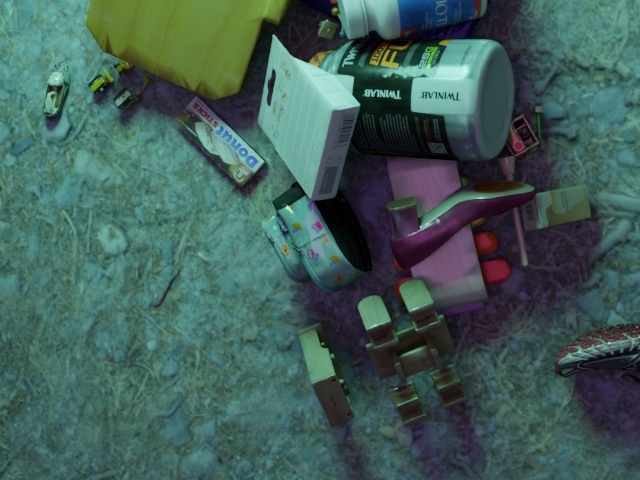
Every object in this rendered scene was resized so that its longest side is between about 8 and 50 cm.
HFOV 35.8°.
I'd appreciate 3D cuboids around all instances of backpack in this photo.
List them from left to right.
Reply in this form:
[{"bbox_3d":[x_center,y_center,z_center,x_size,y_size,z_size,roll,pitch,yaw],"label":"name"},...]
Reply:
[{"bbox_3d":[0.000,0.000,1.697,0.144,0.166,0.188,-38,80,14],"label":"backpack"}]

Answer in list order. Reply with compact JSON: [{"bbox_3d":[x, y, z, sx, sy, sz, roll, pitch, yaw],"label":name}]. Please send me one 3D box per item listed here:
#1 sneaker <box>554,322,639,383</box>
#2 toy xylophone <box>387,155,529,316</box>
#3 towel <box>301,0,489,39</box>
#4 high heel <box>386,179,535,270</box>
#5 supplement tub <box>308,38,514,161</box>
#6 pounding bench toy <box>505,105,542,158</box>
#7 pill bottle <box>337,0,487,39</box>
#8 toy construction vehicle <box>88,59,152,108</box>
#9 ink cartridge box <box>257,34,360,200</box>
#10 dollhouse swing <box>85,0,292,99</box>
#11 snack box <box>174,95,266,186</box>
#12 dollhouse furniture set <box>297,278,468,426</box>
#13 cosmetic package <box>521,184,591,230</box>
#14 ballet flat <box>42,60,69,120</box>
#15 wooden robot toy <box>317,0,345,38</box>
[{"bbox_3d":[0.531,0.193,1.608,0.299,0.121,0.112,-8,93,13],"label":"sneaker"},{"bbox_3d":[0.229,-0.027,1.685,0.236,0.081,0.323,-5,92,13],"label":"toy xylophone"},{"bbox_3d":[0.142,-0.445,1.694,0.308,0.076,0.228,30,106,9],"label":"towel"},{"bbox_3d":[0.232,-0.024,1.613,0.244,0.082,0.117,-12,112,3],"label":"high heel"},{"bbox_3d":[0.140,-0.231,1.618,0.316,0.193,0.194,6,94,29],"label":"supplement tub"},{"bbox_3d":[0.348,-0.179,1.664,0.083,0.052,0.065,-31,86,13],"label":"pounding bench toy"},{"bbox_3d":[0.141,-0.387,1.567,0.221,0.124,0.124,-14,90,-1],"label":"pill bottle"},{"bbox_3d":[-0.368,-0.289,1.840,0.098,0.035,0.086,-43,72,9],"label":"toy construction vehicle"},{"bbox_3d":[-0.025,-0.203,1.612,0.225,0.056,0.181,58,145,41],"label":"ink cartridge box"},{"bbox_3d":[-0.201,-0.483,1.717,0.347,0.305,0.315,23,55,-1],"label":"dollhouse swing"},{"bbox_3d":[-0.182,-0.180,1.803,0.178,0.022,0.064,44,100,8],"label":"snack box"},{"bbox_3d":[0.101,0.190,1.688,0.242,0.161,0.212,-22,117,1],"label":"dollhouse furniture set"},{"bbox_3d":[0.388,-0.055,1.634,0.115,0.041,0.060,-12,92,-30],"label":"cosmetic package"},{"bbox_3d":[-0.498,-0.282,1.863,0.041,0.041,0.114,13,96,12],"label":"ballet flat"},{"bbox_3d":[0.044,-0.415,1.650,0.173,0.076,0.079,-44,53,8],"label":"wooden robot toy"}]
